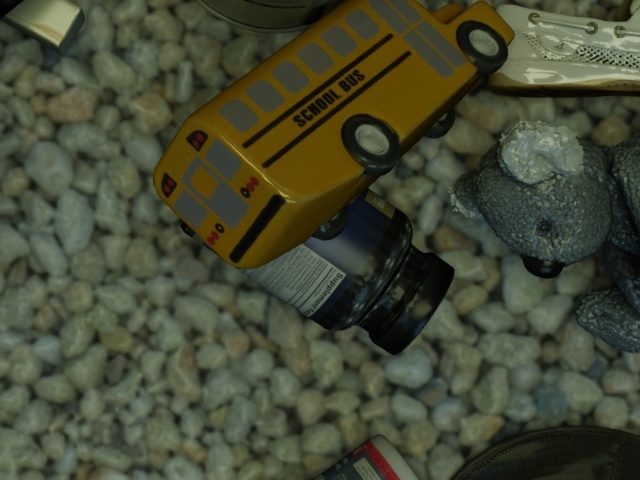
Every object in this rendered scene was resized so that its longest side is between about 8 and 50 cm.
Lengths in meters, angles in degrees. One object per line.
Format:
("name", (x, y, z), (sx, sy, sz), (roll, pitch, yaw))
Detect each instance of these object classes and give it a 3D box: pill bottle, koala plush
("pill bottle", (0.010, 0.259, 1.180), (0.180, 0.108, 0.108), (-35, 93, -7))
("pill bottle", (0.000, 0.000, 1.177), (0.219, 0.123, 0.122), (34, 85, -5))
("koala plush", (0.229, -0.032, 1.182), (0.221, 0.196, 0.203), (16, 76, -6))

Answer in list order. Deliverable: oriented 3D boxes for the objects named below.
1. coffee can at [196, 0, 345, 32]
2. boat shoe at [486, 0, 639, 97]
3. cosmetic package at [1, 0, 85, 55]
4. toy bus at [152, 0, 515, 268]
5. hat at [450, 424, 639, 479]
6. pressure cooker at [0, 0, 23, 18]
("coffee can", (-0.028, -0.287, 1.101), (0.202, 0.275, 0.201), (0, 89, -7))
("boat shoe", (0.288, -0.178, 1.227), (0.277, 0.098, 0.096), (0, 90, -6))
("cosmetic package", (-0.263, -0.207, 1.180), (0.115, 0.060, 0.041), (30, 87, -4))
("toy bus", (0.023, -0.107, 1.109), (0.130, 0.108, 0.333), (43, 48, 4))
("hat", (0.253, 0.318, 1.197), (0.331, 0.134, 0.331), (0, 88, -7))
("pressure cooker", (-0.380, -0.382, 1.002), (0.420, 0.370, 0.375), (37, 83, 12))
